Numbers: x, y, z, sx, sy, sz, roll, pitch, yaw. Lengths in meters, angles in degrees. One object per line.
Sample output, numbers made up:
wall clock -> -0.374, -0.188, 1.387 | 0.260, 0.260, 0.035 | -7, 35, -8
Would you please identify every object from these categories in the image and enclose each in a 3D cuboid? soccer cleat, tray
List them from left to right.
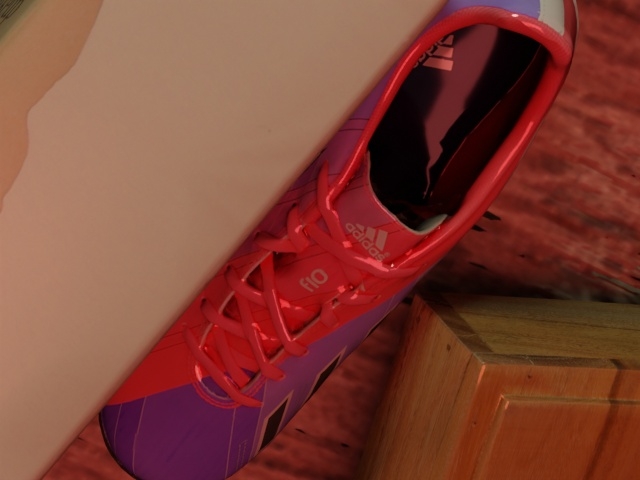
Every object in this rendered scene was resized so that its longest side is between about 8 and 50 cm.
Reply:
soccer cleat -> 0.000, 0.000, 0.835 | 0.109, 0.116, 0.318 | 33, 107, -17
tray -> 0.090, 0.227, 0.930 | 0.203, 0.076, 0.411 | 5, 115, -27

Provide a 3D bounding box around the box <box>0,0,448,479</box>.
box -> -0.094, -0.039, 0.746 | 0.121, 0.148, 0.311 | 42, 83, -18
